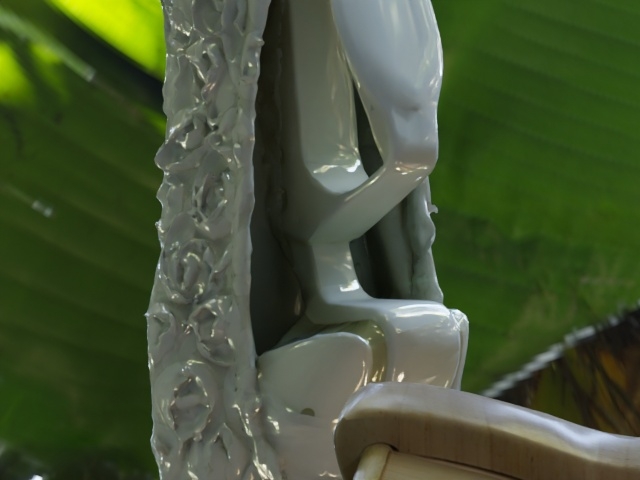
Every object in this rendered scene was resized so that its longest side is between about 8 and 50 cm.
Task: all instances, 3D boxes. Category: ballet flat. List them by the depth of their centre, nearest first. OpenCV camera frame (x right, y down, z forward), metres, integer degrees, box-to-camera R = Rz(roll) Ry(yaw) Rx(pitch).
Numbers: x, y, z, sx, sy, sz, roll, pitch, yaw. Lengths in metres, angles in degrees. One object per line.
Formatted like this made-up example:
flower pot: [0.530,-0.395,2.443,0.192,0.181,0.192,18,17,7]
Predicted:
ballet flat: [0.000,0.000,0.761,0.147,0.147,0.409,-6,-93,3]

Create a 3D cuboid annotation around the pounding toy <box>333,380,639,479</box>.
pounding toy: [0.056,0.150,0.410,0.154,0.155,0.270,-9,-68,17]
